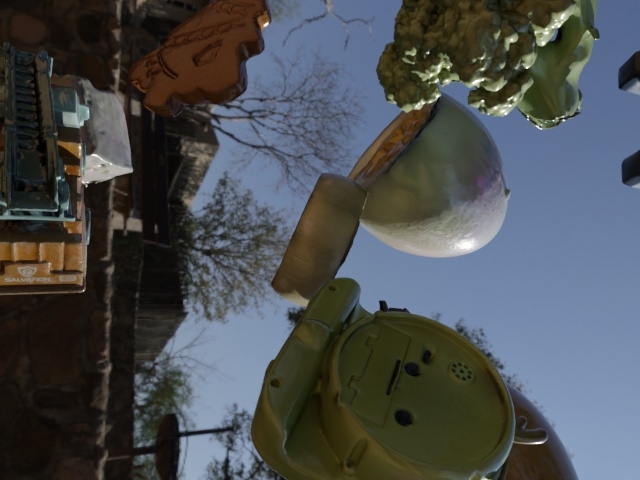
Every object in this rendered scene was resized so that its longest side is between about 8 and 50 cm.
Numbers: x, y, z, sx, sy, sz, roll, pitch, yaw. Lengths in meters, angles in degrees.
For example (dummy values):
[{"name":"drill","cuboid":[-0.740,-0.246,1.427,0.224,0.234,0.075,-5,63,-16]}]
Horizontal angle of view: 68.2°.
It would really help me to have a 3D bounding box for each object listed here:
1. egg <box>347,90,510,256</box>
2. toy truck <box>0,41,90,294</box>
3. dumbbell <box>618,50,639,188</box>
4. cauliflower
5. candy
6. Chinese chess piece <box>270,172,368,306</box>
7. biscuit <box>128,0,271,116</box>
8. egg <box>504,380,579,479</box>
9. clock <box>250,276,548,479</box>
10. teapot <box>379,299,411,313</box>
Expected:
[{"name":"egg","cuboid":[0.271,-0.117,1.104,0.354,0.340,0.354,-48,-167,15]},{"name":"toy truck","cuboid":[-0.365,-0.108,0.602,0.184,0.133,0.338,-60,-140,40]},{"name":"dumbbell","cuboid":[0.795,-0.286,1.110,0.160,0.144,0.324,-4,-99,36]},{"name":"cauliflower","cuboid":[0.226,-0.260,0.575,0.281,0.260,0.327,52,-50,5]},{"name":"candy","cuboid":[-0.490,-0.217,0.961,0.185,0.137,0.195,21,56,-80]},{"name":"Chinese chess piece","cuboid":[0.000,0.000,0.862,0.250,0.103,0.249,-156,-90,-89]},{"name":"biscuit","cuboid":[-0.188,-0.332,0.791,0.284,0.043,0.306,17,-113,35]},{"name":"egg","cuboid":[0.263,0.391,0.815,0.374,0.301,0.300,52,-48,43]},{"name":"clock","cuboid":[0.101,0.178,0.508,0.235,0.308,0.096,-55,165,-53]},{"name":"teapot","cuboid":[0.185,0.205,1.109,0.087,0.177,0.096,-4,-132,53]}]
